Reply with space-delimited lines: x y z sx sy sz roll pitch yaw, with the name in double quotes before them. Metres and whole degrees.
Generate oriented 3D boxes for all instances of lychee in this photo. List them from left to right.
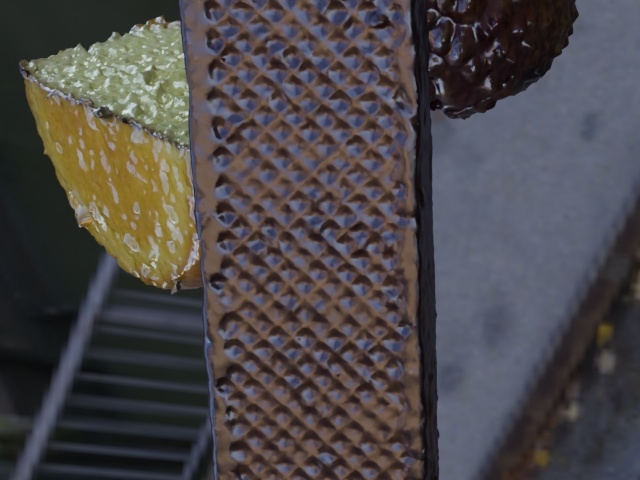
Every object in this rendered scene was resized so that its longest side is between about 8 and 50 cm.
"lychee" 0.065 -0.160 1.153 0.188 0.188 0.188 -21 64 54

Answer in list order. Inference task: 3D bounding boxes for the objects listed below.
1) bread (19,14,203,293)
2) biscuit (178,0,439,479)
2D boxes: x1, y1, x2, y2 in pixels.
"bread" -0.101 -0.057 1.628 0.340 0.194 0.179 27 129 48
"biscuit" 0.000 0.000 0.925 0.073 0.107 0.388 -69 -22 -64
